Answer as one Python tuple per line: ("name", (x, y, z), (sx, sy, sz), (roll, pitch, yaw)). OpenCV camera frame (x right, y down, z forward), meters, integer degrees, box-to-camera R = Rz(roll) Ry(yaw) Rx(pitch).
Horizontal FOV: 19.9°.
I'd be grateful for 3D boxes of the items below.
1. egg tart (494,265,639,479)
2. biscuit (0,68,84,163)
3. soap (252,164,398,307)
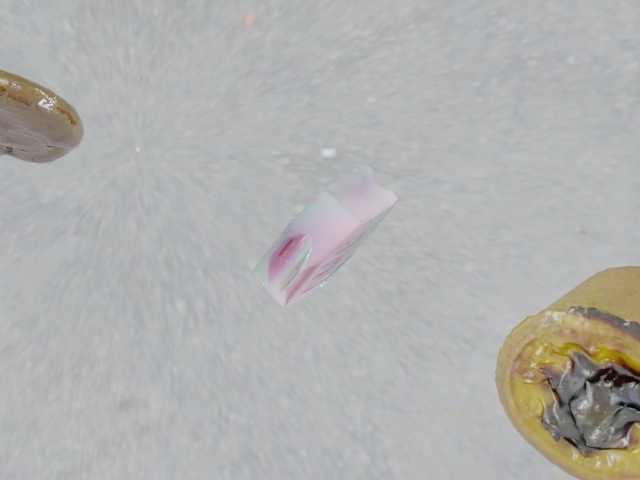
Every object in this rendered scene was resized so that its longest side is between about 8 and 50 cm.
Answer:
("egg tart", (0.286, 0.123, 1.761), (0.215, 0.215, 0.171), (47, 43, -6))
("biscuit", (-0.318, -0.119, 1.687), (0.212, 0.212, 0.036), (13, 75, -6))
("soap", (0.000, 0.000, 1.815), (0.056, 0.149, 0.100), (50, 44, 11))
